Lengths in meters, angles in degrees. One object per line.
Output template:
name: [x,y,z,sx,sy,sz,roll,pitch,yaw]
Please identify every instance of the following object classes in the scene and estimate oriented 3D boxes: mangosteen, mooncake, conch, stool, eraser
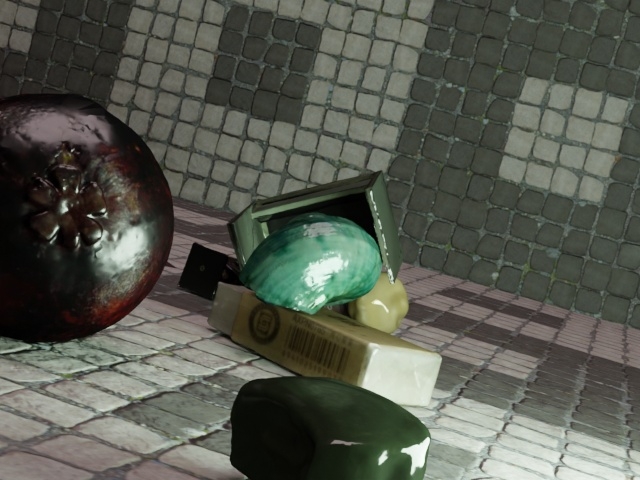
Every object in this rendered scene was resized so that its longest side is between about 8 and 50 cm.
mangosteen: [-0.318,-0.028,1.355,0.297,0.297,0.293,14,7,-12]
mooncake: [0.002,0.179,0.991,0.168,0.104,0.175,18,7,-3]
conch: [-0.011,0.024,1.640,0.196,0.134,0.202,15,4,-11]
stool: [0.000,0.000,2.002,0.244,0.170,0.269,-14,8,9]
eraser: [-0.002,0.138,1.622,0.144,0.078,0.343,12,5,-42]

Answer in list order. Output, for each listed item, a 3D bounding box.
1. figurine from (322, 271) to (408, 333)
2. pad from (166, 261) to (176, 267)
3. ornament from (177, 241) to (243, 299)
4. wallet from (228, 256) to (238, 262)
figurine: [0.067,0.110,2.104,0.108,0.114,0.196,-22,18,-41]
pad: [-0.377,0.022,2.253,0.188,0.006,0.113,13,4,-28]
ornament: [-0.150,0.059,2.068,0.088,0.081,0.203,21,6,34]
wallet: [-0.151,0.060,2.360,0.198,0.031,0.110,15,5,5]
